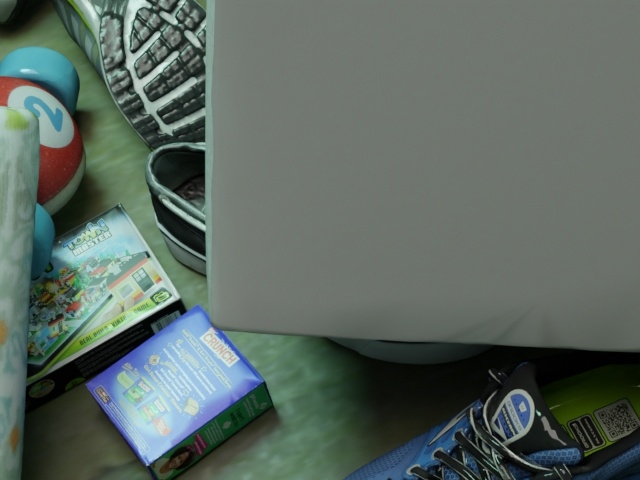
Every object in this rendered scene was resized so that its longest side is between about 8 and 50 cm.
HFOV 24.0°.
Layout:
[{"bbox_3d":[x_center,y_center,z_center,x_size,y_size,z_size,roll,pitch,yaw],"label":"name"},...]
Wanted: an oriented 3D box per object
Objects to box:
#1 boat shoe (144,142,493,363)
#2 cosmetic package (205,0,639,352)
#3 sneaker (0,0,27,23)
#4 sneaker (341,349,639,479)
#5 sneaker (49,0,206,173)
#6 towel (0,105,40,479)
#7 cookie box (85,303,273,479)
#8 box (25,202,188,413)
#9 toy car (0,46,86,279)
[{"bbox_3d":[0.002,-0.003,1.155,0.306,0.105,0.113,25,65,24],"label":"boat shoe"},{"bbox_3d":[0.101,-0.175,1.026,0.327,0.329,0.393,4,36,0],"label":"cosmetic package"},{"bbox_3d":[-0.388,-0.267,1.384,0.272,0.108,0.100,16,25,14],"label":"sneaker"},{"bbox_3d":[0.113,0.146,1.014,0.330,0.147,0.130,-28,57,-8],"label":"sneaker"},{"bbox_3d":[-0.159,-0.179,1.300,0.111,0.121,0.300,-28,76,-10],"label":"sneaker"},{"bbox_3d":[-0.388,0.049,1.097,0.374,0.090,0.320,6,100,14],"label":"towel"},{"bbox_3d":[-0.106,0.116,1.135,0.107,0.040,0.092,-35,58,-13],"label":"cookie box"},{"bbox_3d":[-0.220,0.066,1.190,0.207,0.036,0.114,-30,57,-10],"label":"box"},{"bbox_3d":[-0.313,-0.112,1.178,0.210,0.238,0.219,-8,46,9],"label":"toy car"}]
